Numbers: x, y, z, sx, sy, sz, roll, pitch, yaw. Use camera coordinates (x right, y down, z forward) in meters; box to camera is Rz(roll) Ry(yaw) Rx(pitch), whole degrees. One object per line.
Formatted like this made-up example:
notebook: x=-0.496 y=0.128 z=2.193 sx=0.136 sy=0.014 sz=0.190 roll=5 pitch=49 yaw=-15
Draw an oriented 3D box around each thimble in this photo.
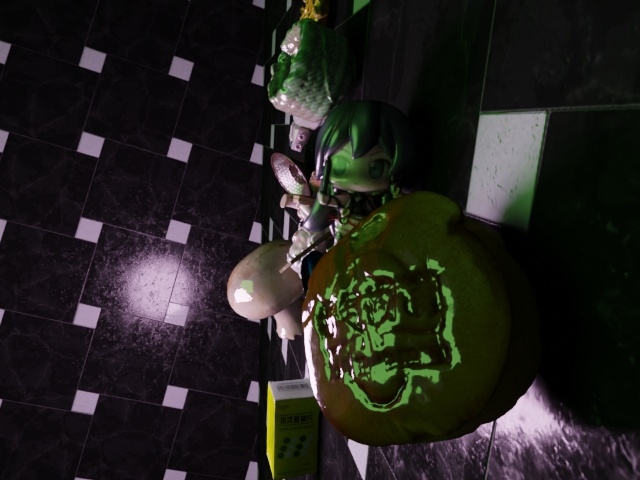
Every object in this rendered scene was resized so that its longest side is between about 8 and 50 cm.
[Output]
thimble: x=-0.024 y=-0.389 z=1.088 sx=0.219 sy=0.150 sz=0.219 roll=-43 pitch=39 yaw=48

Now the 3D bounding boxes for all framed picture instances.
framed picture: x=0.000 y=0.000 z=1.017 sx=0.010 sy=0.201 sz=0.136 roll=52 pitch=162 yaw=2

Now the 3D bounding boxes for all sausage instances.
sausage: x=0.031 y=-0.155 z=1.099 sx=0.304 sy=0.078 sz=0.078 roll=166 pitch=105 yaw=-75

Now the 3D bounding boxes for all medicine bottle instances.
medicine bottle: x=-0.081 y=0.548 z=1.377 sx=0.141 sy=0.137 sz=0.250 roll=-154 pitch=65 yaw=-75

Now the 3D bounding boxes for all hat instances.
hat: x=-0.071 y=-0.225 z=1.536 sx=0.193 sy=0.082 sz=0.193 roll=43 pitch=158 yaw=22

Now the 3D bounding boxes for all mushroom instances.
mushroom: x=-0.115 y=0.148 z=1.405 sx=0.290 sy=0.297 sz=0.297 roll=56 pitch=171 yaw=-11

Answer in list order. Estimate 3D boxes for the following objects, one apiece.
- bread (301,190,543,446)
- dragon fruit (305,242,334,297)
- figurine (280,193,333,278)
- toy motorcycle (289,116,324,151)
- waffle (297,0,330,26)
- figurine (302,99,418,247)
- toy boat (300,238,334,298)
bread: x=0.097 y=0.086 z=0.506 sx=0.270 sy=0.148 sz=0.270 roll=-22 pitch=59 yaw=44
dragon fruit: x=0.058 y=0.079 z=0.835 sx=0.137 sy=0.135 sz=0.236 roll=69 pitch=-153 yaw=-46
figurine: x=-0.034 y=-0.004 z=1.212 sx=0.162 sy=0.141 sz=0.237 roll=-143 pitch=55 yaw=-67
toy motorcycle: x=-0.027 y=-0.349 z=1.276 sx=0.204 sy=0.108 sz=0.239 roll=-113 pitch=27 yaw=-59
waffle: x=-0.030 y=-0.618 z=1.356 sx=0.309 sy=0.065 sz=0.283 roll=-159 pitch=79 yaw=-71
figurine: x=0.067 y=-0.089 z=0.753 sx=0.197 sy=0.175 sz=0.265 roll=-106 pitch=29 yaw=-64
toy boat: x=0.051 y=0.129 z=0.938 sx=0.092 sy=0.134 sz=0.299 roll=-43 pitch=41 yaw=25
